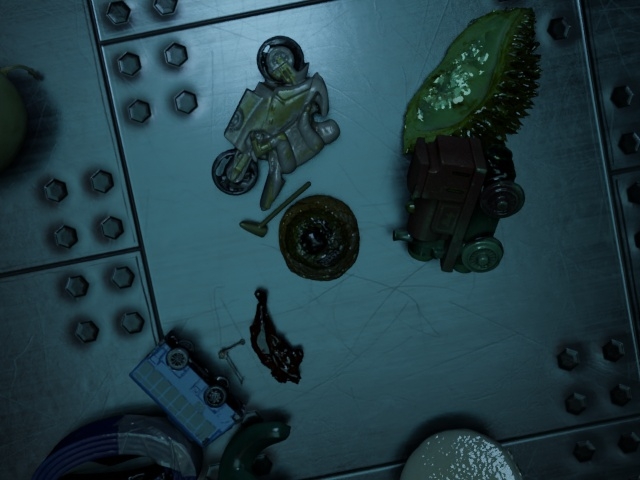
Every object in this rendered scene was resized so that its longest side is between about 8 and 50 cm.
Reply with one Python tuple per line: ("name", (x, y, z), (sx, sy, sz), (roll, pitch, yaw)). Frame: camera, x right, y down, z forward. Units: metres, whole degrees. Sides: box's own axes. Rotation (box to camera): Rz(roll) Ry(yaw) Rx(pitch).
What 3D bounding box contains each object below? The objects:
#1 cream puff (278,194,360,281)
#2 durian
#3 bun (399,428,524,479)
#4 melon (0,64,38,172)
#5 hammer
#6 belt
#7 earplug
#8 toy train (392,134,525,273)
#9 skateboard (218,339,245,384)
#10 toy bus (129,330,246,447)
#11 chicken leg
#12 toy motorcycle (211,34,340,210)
("cream puff", (0.000, 0.000, 1.676), (0.183, 0.169, 0.183), (0, 94, -2))
("durian", (0.331, -0.310, 1.708), (0.198, 0.163, 0.394), (30, 89, 36))
("bun", (0.305, 0.538, 1.737), (0.263, 0.175, 0.263), (-9, 61, 17))
("melon", (-0.709, -0.223, 1.606), (0.271, 0.272, 0.308), (22, 97, -2))
("hammer", (-0.089, -0.070, 1.680), (0.060, 0.028, 0.195), (24, 135, -31))
("belt", (-0.425, 0.485, 1.739), (0.346, 0.117, 0.212), (-10, 96, 2))
("earplug", (-0.112, 0.549, 1.750), (0.280, 0.164, 0.257), (46, 56, -15))
("toy train", (0.268, -0.063, 1.642), (0.221, 0.150, 0.304), (7, 128, -5))
("skateboard", (-0.173, 0.261, 1.768), (0.063, 0.032, 0.083), (-29, 92, -9))
("toy bus", (-0.274, 0.314, 1.727), (0.133, 0.116, 0.234), (-44, 93, 0))
("chicken leg", (-0.102, 0.212, 1.753), (0.089, 0.048, 0.219), (-31, 94, -1))
("toy motorcycle", (-0.077, -0.226, 1.689), (0.222, 0.108, 0.341), (24, 100, -13))
